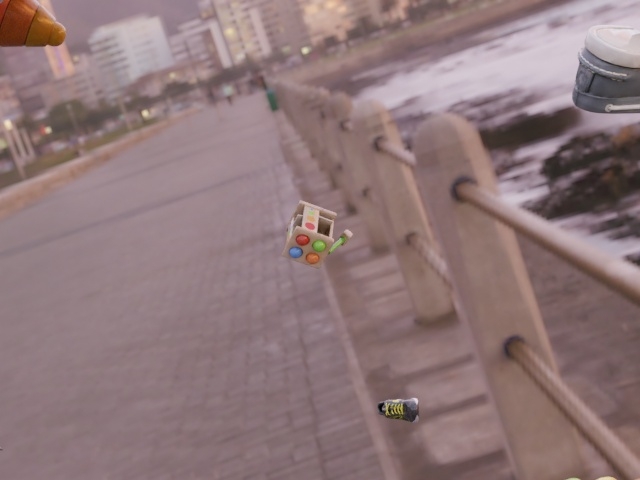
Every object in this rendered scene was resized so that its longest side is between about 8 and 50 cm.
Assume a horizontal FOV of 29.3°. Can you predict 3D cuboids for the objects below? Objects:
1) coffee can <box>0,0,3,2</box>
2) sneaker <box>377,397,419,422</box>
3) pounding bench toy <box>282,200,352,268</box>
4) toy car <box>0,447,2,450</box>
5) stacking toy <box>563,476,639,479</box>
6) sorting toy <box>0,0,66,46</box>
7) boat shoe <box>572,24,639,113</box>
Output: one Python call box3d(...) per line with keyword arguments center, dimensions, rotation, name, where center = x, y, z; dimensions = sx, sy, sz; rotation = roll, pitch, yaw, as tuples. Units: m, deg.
box3d(center=(-0.150, -0.295, 0.710), dimensions=(0.275, 0.201, 0.201), rotation=(-34, 7, 8), name="coffee can")
box3d(center=(0.098, 0.215, 1.547), dimensions=(0.035, 0.031, 0.083), rotation=(0, -9, -20), name="sneaker")
box3d(center=(0.000, 0.000, 1.569), dimensions=(0.065, 0.083, 0.052), rotation=(-85, 18, -50), name="pounding bench toy")
box3d(center=(-0.485, 0.208, 1.545), dimensions=(0.149, 0.188, 0.155), rotation=(-57, 28, -10), name="toy car")
box3d(center=(0.234, 0.280, 1.141), dimensions=(0.302, 0.175, 0.166), rotation=(8, -33, 5), name="stacking toy")
box3d(center=(-0.307, -0.353, 1.388), dimensions=(0.126, 0.365, 0.127), rotation=(21, -24, -11), name="sorting toy")
box3d(center=(0.445, -0.202, 1.538), dimensions=(0.319, 0.099, 0.116), rotation=(0, 33, -32), name="boat shoe")
